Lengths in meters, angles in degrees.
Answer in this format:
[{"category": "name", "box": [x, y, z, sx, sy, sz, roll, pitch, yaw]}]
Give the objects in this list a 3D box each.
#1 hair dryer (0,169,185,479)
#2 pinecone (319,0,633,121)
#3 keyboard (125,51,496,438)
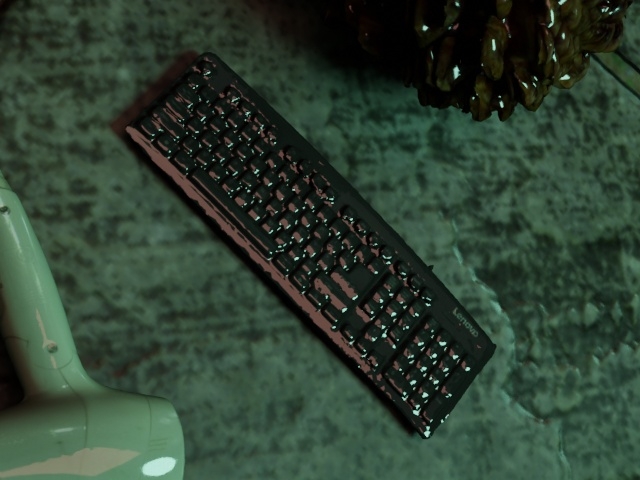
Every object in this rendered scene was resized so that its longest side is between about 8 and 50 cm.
[{"category": "hair dryer", "box": [-0.184, 0.040, 0.665, 0.206, 0.075, 0.237, -4, 68, -22]}, {"category": "pinecone", "box": [0.092, -0.182, 0.791, 0.222, 0.221, 0.221, 9, 70, -25]}, {"category": "keyboard", "box": [0.000, 0.000, 0.789, 0.250, 0.017, 0.087, 46, 61, -6]}]
